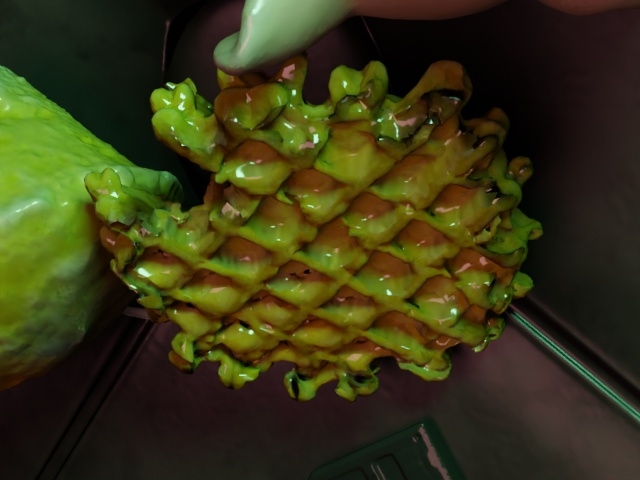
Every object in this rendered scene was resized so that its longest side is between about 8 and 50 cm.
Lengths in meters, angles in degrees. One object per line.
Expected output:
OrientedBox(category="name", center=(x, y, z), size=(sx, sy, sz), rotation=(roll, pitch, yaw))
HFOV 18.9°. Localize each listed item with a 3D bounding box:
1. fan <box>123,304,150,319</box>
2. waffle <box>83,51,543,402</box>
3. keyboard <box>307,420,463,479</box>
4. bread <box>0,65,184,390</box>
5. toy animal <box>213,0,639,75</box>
OrientedBox(category="fan", center=(-0.151, 0.035, 1.172), size=(0.133, 0.005, 0.085), rotation=(12, 109, 25))
OrientedBox(category="waffle", center=(0.000, 0.000, 0.989), size=(0.228, 0.051, 0.232), rotation=(-10, 134, 11))
OrientedBox(category="keyboard", center=(0.113, 0.287, 1.095), size=(0.103, 0.041, 0.381), rotation=(-27, 85, 32))
OrientedBox(category="bread", center=(-0.189, -0.007, 1.081), size=(0.170, 0.197, 0.197), rotation=(47, 120, 18))
OrientedBox(category="toy animal", center=(0.074, -0.195, 0.832), size=(0.326, 0.237, 0.269), rotation=(48, 143, 48))
